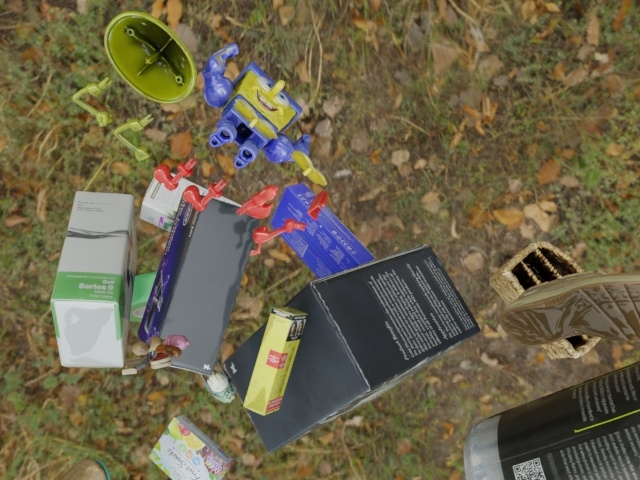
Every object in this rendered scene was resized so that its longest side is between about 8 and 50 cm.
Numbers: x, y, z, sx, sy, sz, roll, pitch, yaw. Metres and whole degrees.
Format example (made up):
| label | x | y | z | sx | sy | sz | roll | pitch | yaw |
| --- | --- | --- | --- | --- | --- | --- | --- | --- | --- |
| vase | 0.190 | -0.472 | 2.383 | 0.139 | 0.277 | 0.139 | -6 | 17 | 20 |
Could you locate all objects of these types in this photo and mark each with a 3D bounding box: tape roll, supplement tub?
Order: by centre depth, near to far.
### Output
| label | x | y | z | sx | sy | sz | roll | pitch | yaw |
| --- | --- | --- | --- | --- | --- | --- | --- | --- | --- |
| supplement tub | 0.336 | 0.230 | 0.664 | 0.338 | 0.207 | 0.207 | -29 | 119 | 26 |
| tape roll | -0.394 | 0.154 | 1.809 | 0.321 | 0.077 | 0.321 | -7 | 163 | -2 |

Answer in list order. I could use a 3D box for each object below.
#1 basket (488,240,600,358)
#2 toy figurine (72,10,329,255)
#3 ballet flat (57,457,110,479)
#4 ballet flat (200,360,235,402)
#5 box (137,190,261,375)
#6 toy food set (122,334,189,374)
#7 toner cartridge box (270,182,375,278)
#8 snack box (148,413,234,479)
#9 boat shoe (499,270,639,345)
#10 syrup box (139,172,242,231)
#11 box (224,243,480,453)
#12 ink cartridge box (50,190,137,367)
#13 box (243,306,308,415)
| label | x | y | z | sx | sy | sz | roll | pitch | yaw |
| --- | --- | --- | --- | --- | --- | --- | --- | --- | --- |
| basket | 0.632 | 0.146 | 1.762 | 0.213 | 0.223 | 0.299 | -36 | 78 | -3 |
| toy figurine | -0.135 | -0.183 | 0.961 | 0.362 | 0.217 | 0.191 | 40 | 125 | -14 |
| ballet flat | -0.506 | 0.532 | 1.217 | 0.124 | 0.116 | 0.342 | -6 | 142 | -54 |
| ballet flat | -0.286 | 0.338 | 1.708 | 0.070 | 0.070 | 0.188 | -41 | 79 | 21 |
| box | -0.201 | 0.060 | 1.069 | 0.103 | 0.184 | 0.261 | 18 | 89 | -25 |
| toy food set | -0.209 | 0.141 | 0.854 | 0.077 | 0.122 | 0.019 | -8 | 97 | -6 |
| toner cartridge box | 0.000 | 0.000 | 1.996 | 0.075 | 0.348 | 0.165 | -19 | 148 | -42 |
| snack box | -0.250 | 0.422 | 1.279 | 0.141 | 0.037 | 0.100 | 35 | 98 | 18 |
| boat shoe | 0.468 | 0.099 | 1.144 | 0.341 | 0.110 | 0.122 | -17 | 112 | 50 |
| syrup box | -0.256 | -0.051 | 1.406 | 0.236 | 0.096 | 0.093 | 24 | 156 | -10 |
| box | 0.079 | 0.285 | 1.782 | 0.471 | 0.297 | 0.480 | -13 | 157 | -43 |
| ink cartridge box | -0.438 | 0.073 | 1.310 | 0.121 | 0.289 | 0.211 | 3 | 136 | -10 |
| box | -0.100 | 0.266 | 1.479 | 0.058 | 0.087 | 0.232 | 18 | 92 | 22 |
